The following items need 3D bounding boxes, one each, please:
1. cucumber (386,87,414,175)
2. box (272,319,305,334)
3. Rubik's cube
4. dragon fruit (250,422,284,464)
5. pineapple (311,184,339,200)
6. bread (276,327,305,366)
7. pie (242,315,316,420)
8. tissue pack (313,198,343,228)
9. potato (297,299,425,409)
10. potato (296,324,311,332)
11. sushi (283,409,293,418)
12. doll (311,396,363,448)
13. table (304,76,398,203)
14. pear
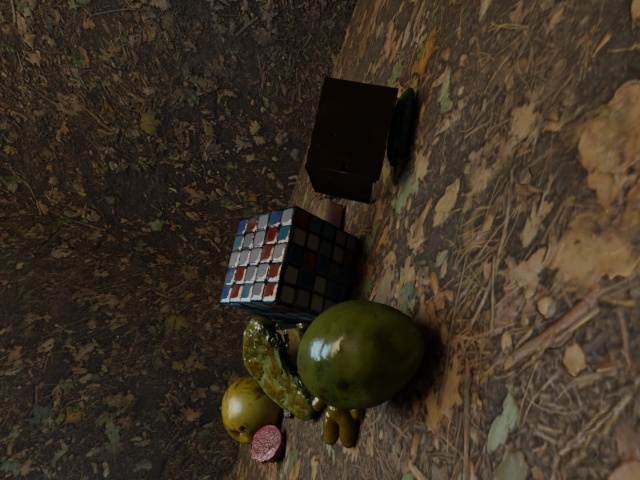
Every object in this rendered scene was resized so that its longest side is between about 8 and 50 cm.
[{"bbox_3d":[0.206,-0.286,1.084,0.056,0.056,0.250,143,142,-72],"label":"cucumber"},{"bbox_3d":[-0.147,0.416,1.724,0.050,0.160,0.230,-62,-9,-69],"label":"box"},{"bbox_3d":[-0.092,0.092,1.281,0.292,0.287,0.293,-8,64,45],"label":"Rubik's cube"},{"bbox_3d":[-0.197,0.832,1.673,0.153,0.153,0.111,-91,-22,-51],"label":"dragon fruit"},{"bbox_3d":[0.044,-0.214,1.667,0.248,0.128,0.128,-156,79,-72],"label":"pineapple"},{"bbox_3d":[-0.117,0.421,1.541,0.197,0.171,0.197,-178,90,-78],"label":"bread"},{"bbox_3d":[-0.138,0.412,1.333,0.078,0.371,0.296,-32,3,-42],"label":"pie"},{"bbox_3d":[0.000,0.000,1.595,0.215,0.123,0.256,126,155,-57],"label":"tissue pack"},{"bbox_3d":[0.068,0.215,0.795,0.304,0.216,0.215,114,165,-62],"label":"potato"},{"bbox_3d":[-0.052,0.270,1.638,0.105,0.085,0.188,-8,71,54],"label":"potato"},{"bbox_3d":[-0.114,0.655,1.625,0.046,0.044,0.083,-29,46,45],"label":"sushi"},{"bbox_3d":[0.052,0.383,1.000,0.137,0.097,0.209,-2,79,39],"label":"doll"},{"bbox_3d":[0.087,-0.264,1.169,0.282,0.196,0.250,66,-145,-81],"label":"table"},{"bbox_3d":[-0.309,0.747,1.849,0.281,0.281,0.280,-167,90,-79],"label":"pear"}]
